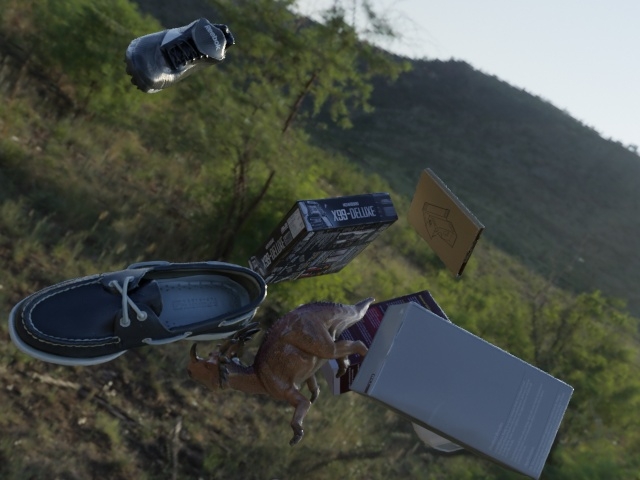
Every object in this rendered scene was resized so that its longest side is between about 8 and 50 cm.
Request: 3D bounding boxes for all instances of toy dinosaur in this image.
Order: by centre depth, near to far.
[{"bbox_3d":[-0.048,0.161,1.121,0.200,0.296,0.127,47,-4,-7],"label":"toy dinosaur"}]

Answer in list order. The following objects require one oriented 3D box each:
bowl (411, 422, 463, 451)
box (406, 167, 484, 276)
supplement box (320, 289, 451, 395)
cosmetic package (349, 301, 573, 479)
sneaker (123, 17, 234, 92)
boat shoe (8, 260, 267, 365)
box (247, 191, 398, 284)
[{"bbox_3d":[0.237,0.317,1.255,0.142,0.142,0.053,38,36,-57],"label":"bowl"},{"bbox_3d":[0.275,-0.039,1.674,0.021,0.164,0.201,-18,54,-28],"label":"box"},{"bbox_3d":[0.111,0.179,1.330,0.240,0.073,0.130,-13,39,-14],"label":"supplement box"},{"bbox_3d":[0.171,0.183,0.914,0.238,0.127,0.107,29,-13,-4],"label":"cosmetic package"},{"bbox_3d":[-0.194,-0.276,1.070,0.078,0.106,0.234,66,24,-15],"label":"sneaker"},{"bbox_3d":[-0.206,0.073,0.885,0.303,0.091,0.114,-8,69,-38],"label":"boat shoe"},{"bbox_3d":[0.000,0.000,1.728,0.243,0.307,0.076,-8,68,-31],"label":"box"}]
